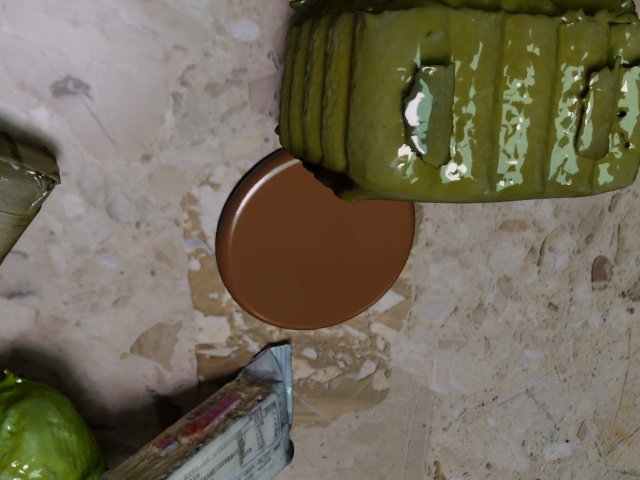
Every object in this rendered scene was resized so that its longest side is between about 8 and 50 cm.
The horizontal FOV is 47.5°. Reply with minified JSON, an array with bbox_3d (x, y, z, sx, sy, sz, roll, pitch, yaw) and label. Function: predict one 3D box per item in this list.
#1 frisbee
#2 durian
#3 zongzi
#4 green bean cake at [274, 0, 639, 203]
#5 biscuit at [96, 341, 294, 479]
[{"bbox_3d":[0.000,0.000,0.864,0.250,0.021,0.251,-8,118,-16],"label":"frisbee"},{"bbox_3d":[-0.319,0.310,0.778,0.204,0.256,0.340,9,81,-10],"label":"durian"},{"bbox_3d":[-0.354,-0.045,0.674,0.176,0.078,0.160,26,102,-42],"label":"zongzi"},{"bbox_3d":[0.119,-0.161,0.668,0.284,0.310,0.202,-4,108,-21],"label":"green bean cake"},{"bbox_3d":[-0.129,0.268,0.846,0.309,0.079,0.186,-35,129,-46],"label":"biscuit"}]
